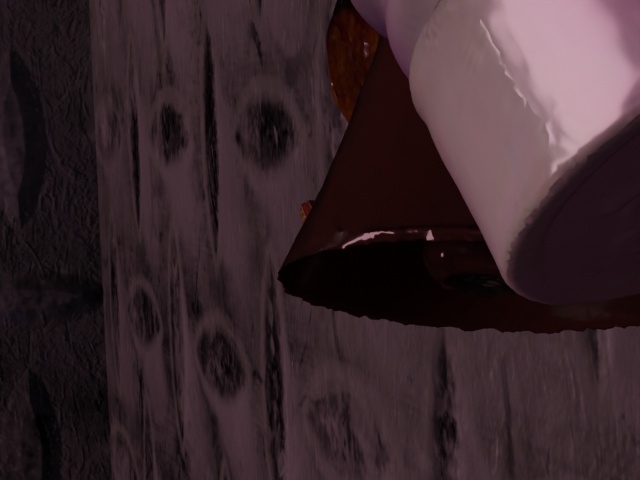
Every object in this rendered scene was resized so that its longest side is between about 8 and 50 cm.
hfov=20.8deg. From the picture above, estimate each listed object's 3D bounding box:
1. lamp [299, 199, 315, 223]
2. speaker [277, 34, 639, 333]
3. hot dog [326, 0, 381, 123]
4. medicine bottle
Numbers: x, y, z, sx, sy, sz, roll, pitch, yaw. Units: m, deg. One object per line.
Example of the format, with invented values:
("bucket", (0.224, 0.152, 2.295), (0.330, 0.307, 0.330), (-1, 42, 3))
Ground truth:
("lamp", (0.000, 0.000, 1.447), (0.083, 0.031, 0.063), (-165, 71, -69))
("speaker", (0.039, -0.123, 0.821), (0.198, 0.259, 0.329), (51, -145, -72))
("hot dog", (0.079, -0.112, 1.001), (0.227, 0.099, 0.160), (-158, 65, -71))
("medicine bottle", (0.091, -0.164, 0.633), (0.325, 0.212, 0.212), (64, 157, 22))
